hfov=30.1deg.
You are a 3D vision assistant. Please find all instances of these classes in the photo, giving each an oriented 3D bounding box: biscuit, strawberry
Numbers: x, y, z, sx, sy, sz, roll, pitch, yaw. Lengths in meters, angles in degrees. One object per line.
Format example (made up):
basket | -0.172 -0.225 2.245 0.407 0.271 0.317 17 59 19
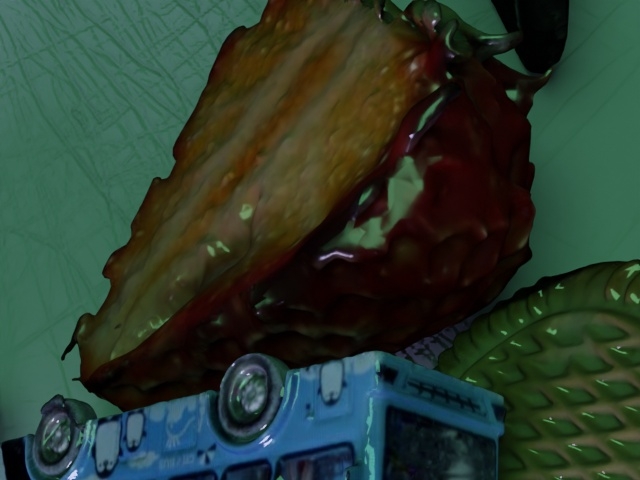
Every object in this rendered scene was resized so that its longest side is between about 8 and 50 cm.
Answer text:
biscuit | 0.114 0.132 0.540 0.259 0.079 0.259 -35 36 31
strawberry | 0.012 -0.003 0.652 0.253 0.150 0.280 12 72 57

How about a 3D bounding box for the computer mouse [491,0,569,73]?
computer mouse | 0.110 -0.248 0.728 0.087 0.168 0.295 -20 65 4

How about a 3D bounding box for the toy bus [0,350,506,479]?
toy bus | -0.058 0.138 0.567 0.297 0.106 0.131 -18 61 39
